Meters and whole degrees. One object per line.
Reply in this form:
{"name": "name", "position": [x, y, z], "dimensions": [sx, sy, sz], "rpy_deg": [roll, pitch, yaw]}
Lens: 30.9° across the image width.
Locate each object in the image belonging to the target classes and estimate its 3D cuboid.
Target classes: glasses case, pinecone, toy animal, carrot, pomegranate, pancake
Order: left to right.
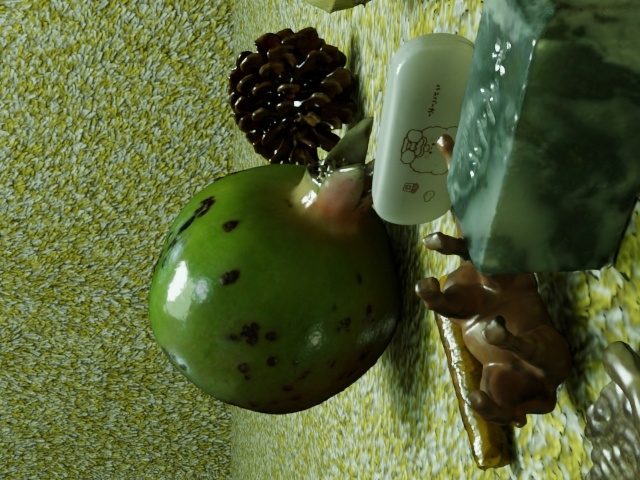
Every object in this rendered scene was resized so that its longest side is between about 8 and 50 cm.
{"name": "pomegranate", "position": [-0.047, 0.022, 1.222], "dimensions": [0.291, 0.291, 0.323], "rpy_deg": [-102, 14, -46]}
{"name": "pinecone", "position": [-0.031, -0.162, 1.428], "dimensions": [0.163, 0.163, 0.165], "rpy_deg": [99, 164, -51]}
{"name": "glasses case", "position": [0.088, -0.089, 0.972], "dimensions": [0.193, 0.074, 0.049], "rpy_deg": [98, 166, -45]}
{"name": "carrot", "position": [0.122, 0.105, 0.932], "dimensions": [0.042, 0.042, 0.170], "rpy_deg": [103, 160, -59]}
{"name": "toy animal", "position": [0.109, 0.015, 0.799], "dimensions": [0.224, 0.066, 0.230], "rpy_deg": [63, -158, 12]}
{"name": "pancake", "position": [0.173, 0.150, 0.690], "dimensions": [0.184, 0.020, 0.190], "rpy_deg": [-147, 55, -80]}

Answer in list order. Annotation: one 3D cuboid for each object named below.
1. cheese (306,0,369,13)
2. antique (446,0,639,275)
{"name": "cheese", "position": [0.038, -0.347, 1.053], "dimensions": [0.316, 0.128, 0.259], "rpy_deg": [-166, 77, -76]}
{"name": "antique", "position": [0.134, -0.074, 0.655], "dimensions": [0.088, 0.086, 0.183], "rpy_deg": [-103, 14, -45]}
